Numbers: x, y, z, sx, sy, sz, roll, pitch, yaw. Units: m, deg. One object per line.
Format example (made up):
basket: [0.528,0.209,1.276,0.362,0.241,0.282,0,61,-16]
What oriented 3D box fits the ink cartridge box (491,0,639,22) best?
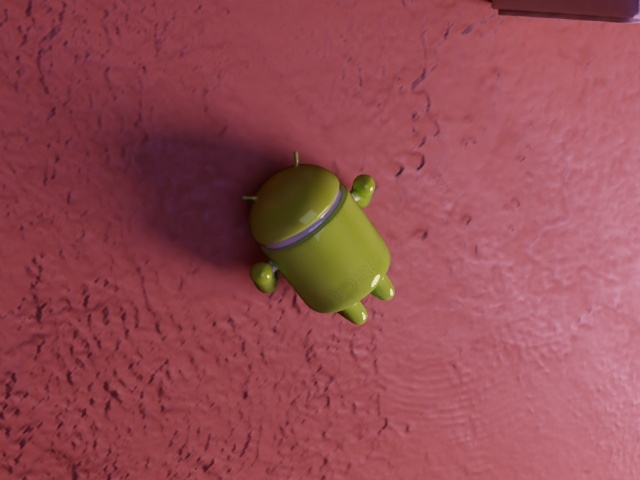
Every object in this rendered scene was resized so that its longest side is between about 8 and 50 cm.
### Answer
ink cartridge box: [0.179,-0.244,0.550,0.092,0.160,0.220,-7,108,-18]

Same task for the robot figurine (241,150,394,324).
robot figurine: [0.000,0.000,0.601,0.101,0.067,0.115,-41,114,-7]
